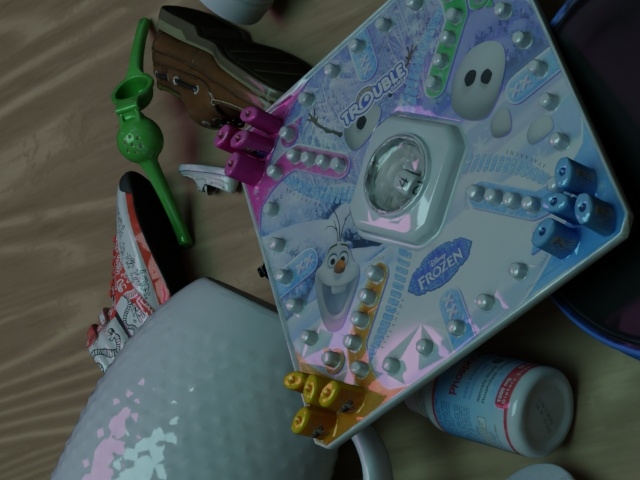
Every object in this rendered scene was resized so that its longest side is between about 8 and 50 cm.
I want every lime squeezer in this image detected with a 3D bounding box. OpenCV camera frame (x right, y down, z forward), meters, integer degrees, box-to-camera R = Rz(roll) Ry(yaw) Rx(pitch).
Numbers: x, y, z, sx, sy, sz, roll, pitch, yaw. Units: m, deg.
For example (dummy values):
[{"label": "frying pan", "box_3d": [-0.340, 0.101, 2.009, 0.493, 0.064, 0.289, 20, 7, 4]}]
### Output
[{"label": "lime squeezer", "box_3d": [-0.207, -0.151, 1.958, 0.059, 0.110, 0.310, -25, 68, 33]}]

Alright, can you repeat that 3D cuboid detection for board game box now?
[{"label": "board game box", "box_3d": [0.071, -0.062, 1.525, 0.390, 0.050, 0.390, -40, 50, 30]}]

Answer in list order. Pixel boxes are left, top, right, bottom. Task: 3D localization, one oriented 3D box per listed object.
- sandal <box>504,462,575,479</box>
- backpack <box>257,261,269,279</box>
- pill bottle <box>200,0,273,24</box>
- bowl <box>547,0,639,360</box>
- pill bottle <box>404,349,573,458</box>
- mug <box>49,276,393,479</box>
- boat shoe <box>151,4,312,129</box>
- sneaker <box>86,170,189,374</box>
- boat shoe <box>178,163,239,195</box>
[{"label": "sandal", "box_3d": [0.172, 0.327, 1.517, 0.265, 0.076, 0.102, -58, 26, 11]}, {"label": "backpack", "box_3d": [0.000, 0.000, 1.729, 0.105, 0.084, 0.114, 29, 113, 45]}, {"label": "pill bottle", "box_3d": [-0.055, -0.349, 1.795, 0.208, 0.119, 0.119, -52, 52, 32]}, {"label": "bowl", "box_3d": [0.319, -0.078, 1.391, 0.391, 0.077, 0.391, -6, 82, 48]}, {"label": "pill bottle", "box_3d": [0.156, 0.150, 1.542, 0.160, 0.087, 0.087, 10, 94, 47]}, {"label": "mug", "box_3d": [-0.083, 0.235, 1.669, 0.374, 0.276, 0.328, 24, 89, 38]}, {"label": "boat shoe", "box_3d": [-0.098, -0.176, 1.848, 0.307, 0.111, 0.104, 40, 120, 53]}, {"label": "sneaker", "box_3d": [-0.233, 0.058, 1.957, 0.145, 0.090, 0.270, -31, 66, 22]}, {"label": "boat shoe", "box_3d": [-0.134, -0.071, 1.923, 0.100, 0.035, 0.035, 9, 91, 41]}]
